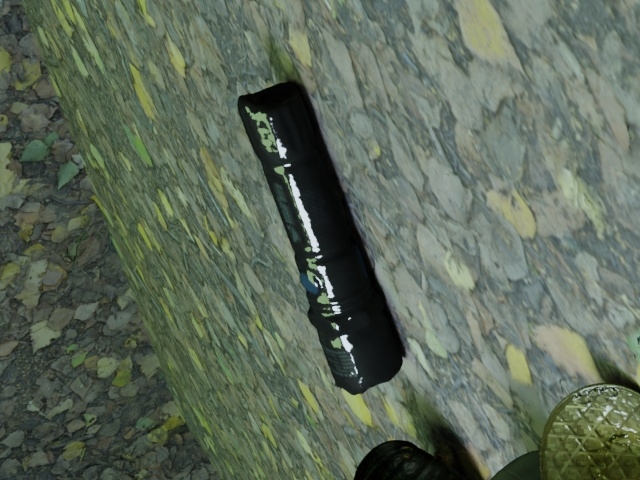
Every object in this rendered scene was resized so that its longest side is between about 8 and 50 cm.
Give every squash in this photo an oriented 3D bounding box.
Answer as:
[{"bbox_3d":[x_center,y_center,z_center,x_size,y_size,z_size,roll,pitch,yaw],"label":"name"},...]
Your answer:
[{"bbox_3d":[0.128,0.343,1.769,0.193,0.156,0.193,32,150,21],"label":"squash"}]

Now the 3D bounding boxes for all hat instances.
[{"bbox_3d":[0.274,0.199,1.208,0.146,0.067,0.146,-3,85,43],"label":"hat"}]

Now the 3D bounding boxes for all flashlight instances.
[{"bbox_3d":[0.000,0.000,1.684,0.103,0.103,0.424,35,149,60],"label":"flashlight"}]

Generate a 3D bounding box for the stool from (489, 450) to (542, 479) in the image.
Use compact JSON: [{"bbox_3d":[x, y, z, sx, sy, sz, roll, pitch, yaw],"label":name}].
[{"bbox_3d":[0.214,0.354,1.413,0.195,0.199,0.195,22,139,64],"label":"stool"}]
